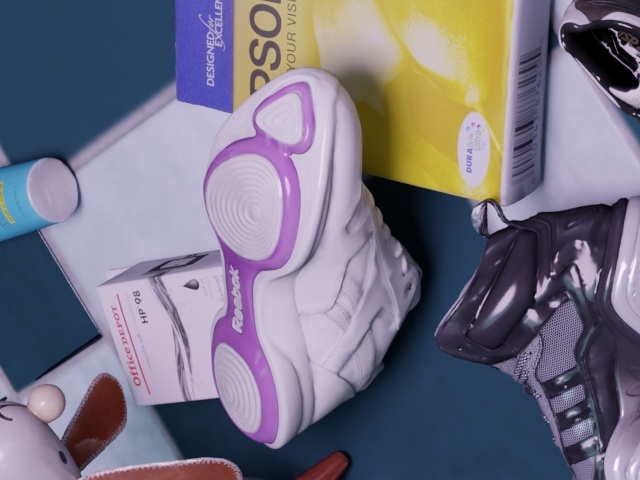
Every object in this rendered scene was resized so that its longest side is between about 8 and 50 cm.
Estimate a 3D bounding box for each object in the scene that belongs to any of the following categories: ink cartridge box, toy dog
[{"bbox_3d":[-0.102,0.068,1.525,0.180,0.060,0.104,-10,103,35],"label":"ink cartridge box"},{"bbox_3d":[0.011,-0.201,1.346,0.307,0.072,0.303,12,116,26],"label":"ink cartridge box"},{"bbox_3d":[-0.094,0.182,1.448,0.220,0.334,0.161,32,87,33],"label":"toy dog"}]

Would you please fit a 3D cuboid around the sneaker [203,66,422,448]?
[{"bbox_3d":[0.000,0.000,1.371,0.114,0.152,0.305,43,142,35],"label":"sneaker"}]

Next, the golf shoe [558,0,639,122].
[{"bbox_3d":[0.229,-0.086,1.231,0.198,0.094,0.077,35,122,15],"label":"golf shoe"}]

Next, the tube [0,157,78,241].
[{"bbox_3d":[-0.284,-0.024,1.623,0.207,0.052,0.080,-13,90,42],"label":"tube"}]

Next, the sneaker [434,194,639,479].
[{"bbox_3d":[0.155,0.096,1.325,0.153,0.101,0.268,5,106,13],"label":"sneaker"}]
